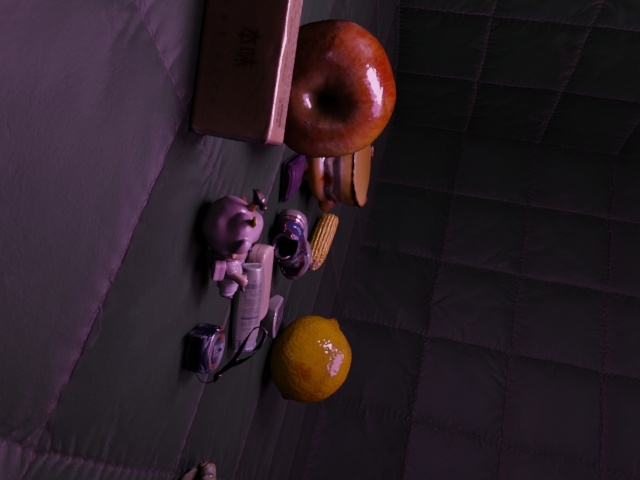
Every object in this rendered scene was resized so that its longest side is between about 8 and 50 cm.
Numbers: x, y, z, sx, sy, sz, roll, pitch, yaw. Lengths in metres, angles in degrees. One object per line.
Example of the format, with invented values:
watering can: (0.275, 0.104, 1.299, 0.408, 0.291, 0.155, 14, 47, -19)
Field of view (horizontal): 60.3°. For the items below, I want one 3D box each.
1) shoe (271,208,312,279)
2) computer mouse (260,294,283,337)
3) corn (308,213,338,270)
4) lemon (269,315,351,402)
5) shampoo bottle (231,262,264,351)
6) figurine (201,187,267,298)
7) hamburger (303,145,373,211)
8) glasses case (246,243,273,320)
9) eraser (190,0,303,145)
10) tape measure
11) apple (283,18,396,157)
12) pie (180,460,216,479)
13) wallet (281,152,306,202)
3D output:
shoe: (-0.081, 0.033, 1.498, 0.125, 0.100, 0.227, -77, 167, -55)
computer mouse: (-0.136, 0.203, 1.523, 0.181, 0.056, 0.089, -70, 170, -76)
corn: (0.000, 0.000, 1.953, 0.081, 0.081, 0.248, 89, 18, -48)
lemon: (-0.031, 0.368, 1.716, 0.267, 0.268, 0.267, 11, 90, -79)
shampoo bottle: (-0.172, 0.157, 1.286, 0.072, 0.049, 0.212, -1, 109, -38)
figurine: (-0.168, 0.001, 1.031, 0.137, 0.112, 0.228, -114, -147, -58)
hamburger: (0.055, -0.228, 1.728, 0.302, 0.187, 0.260, 70, 30, -52)
glasses case: (-0.153, 0.104, 1.349, 0.083, 0.050, 0.196, -55, 154, -70)
eraser: (-0.111, -0.331, 0.885, 0.078, 0.144, 0.342, -25, 124, -75)
tape measure: (-0.172, 0.210, 1.065, 0.107, 0.180, 0.104, -34, 117, -74)
apple: (0.018, -0.328, 1.201, 0.301, 0.302, 0.301, 11, 90, -79)
pie: (-0.265, 0.598, 1.135, 0.257, 0.106, 0.274, -39, 140, -87)
wallet: (-0.073, -0.177, 1.526, 0.166, 0.030, 0.111, -58, 155, -64)
